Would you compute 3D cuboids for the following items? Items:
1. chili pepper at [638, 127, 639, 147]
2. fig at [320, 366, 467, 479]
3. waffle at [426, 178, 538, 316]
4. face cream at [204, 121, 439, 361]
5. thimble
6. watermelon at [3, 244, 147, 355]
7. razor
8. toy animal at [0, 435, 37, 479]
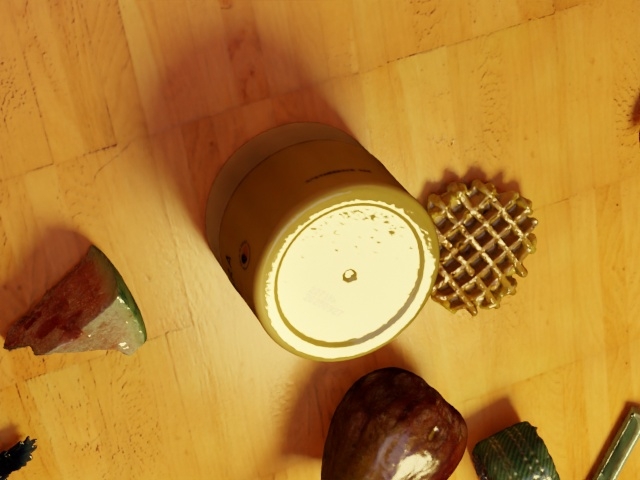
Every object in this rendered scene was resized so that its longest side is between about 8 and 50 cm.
[{"bbox_3d":[0.440,-0.222,1.798,0.059,0.050,0.268,15,111,-7],"label":"chili pepper"},{"bbox_3d":[0.061,0.294,1.836,0.170,0.145,0.274,37,82,-33],"label":"fig"},{"bbox_3d":[0.186,0.009,1.816,0.191,0.038,0.191,-9,118,-18],"label":"waffle"},{"bbox_3d":[0.000,0.000,1.646,0.218,0.179,0.218,-10,119,-18],"label":"face cream"},{"bbox_3d":[0.261,0.310,1.957,0.090,0.118,0.135,-24,138,-5],"label":"thimble"},{"bbox_3d":[-0.265,0.077,1.627,0.158,0.098,0.121,-2,116,-18],"label":"watermelon"},{"bbox_3d":[0.386,0.358,2.078,0.111,0.056,0.278,26,99,5],"label":"razor"},{"bbox_3d":[-0.399,0.310,1.717,0.220,0.062,0.108,-42,106,3],"label":"toy animal"}]
